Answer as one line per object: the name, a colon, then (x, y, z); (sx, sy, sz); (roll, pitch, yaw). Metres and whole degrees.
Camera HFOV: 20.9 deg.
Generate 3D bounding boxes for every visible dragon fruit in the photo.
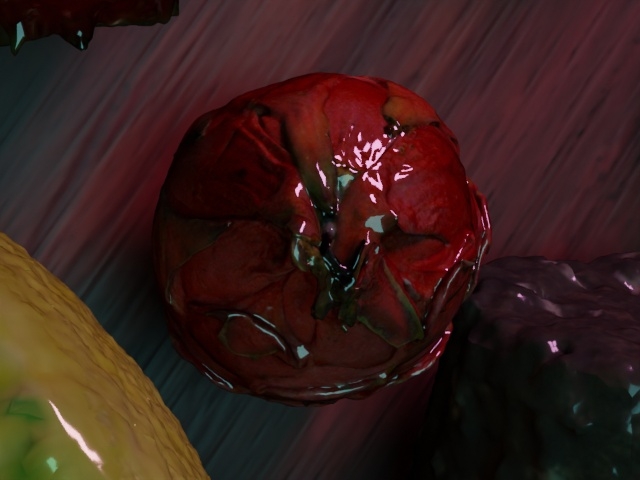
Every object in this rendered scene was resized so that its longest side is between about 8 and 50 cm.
dragon fruit: (0.000, 0.000, 0.866); (0.172, 0.209, 0.172); (2, 74, -8)

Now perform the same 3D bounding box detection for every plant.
plant: (0.159, 0.174, 0.930); (0.213, 0.215, 0.312); (-4, 106, -18)

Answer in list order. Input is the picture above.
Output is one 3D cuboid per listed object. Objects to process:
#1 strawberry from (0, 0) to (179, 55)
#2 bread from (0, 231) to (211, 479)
strawberry: (-0.133, -0.223, 0.758); (0.257, 0.257, 0.277); (-10, 109, -21)
bread: (-0.180, 0.177, 0.741); (0.308, 0.348, 0.348); (-28, 105, -6)
